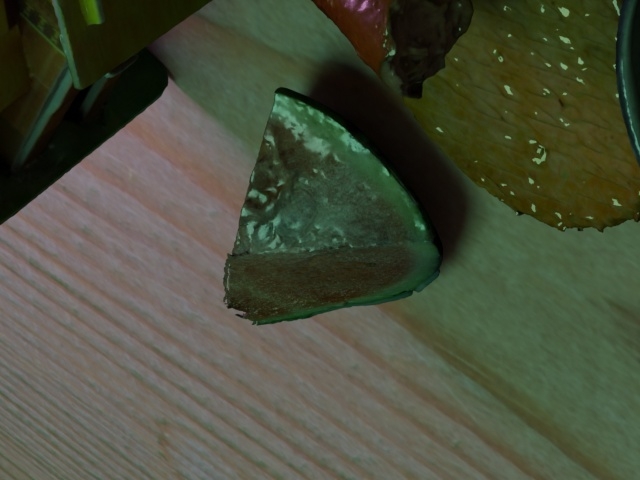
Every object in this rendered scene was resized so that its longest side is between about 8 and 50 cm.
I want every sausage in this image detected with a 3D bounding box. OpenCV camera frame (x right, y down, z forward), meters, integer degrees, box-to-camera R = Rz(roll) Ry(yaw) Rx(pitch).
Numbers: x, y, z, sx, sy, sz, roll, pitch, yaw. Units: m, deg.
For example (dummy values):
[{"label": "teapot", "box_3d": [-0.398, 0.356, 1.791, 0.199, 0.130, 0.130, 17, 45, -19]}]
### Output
[{"label": "sausage", "box_3d": [-0.007, -0.181, 1.204, 0.302, 0.076, 0.103, 41, 137, 51]}]

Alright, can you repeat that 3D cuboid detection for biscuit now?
[{"label": "biscuit", "box_3d": [0.120, -0.116, 1.193, 0.254, 0.035, 0.254, 37, 147, 29]}]

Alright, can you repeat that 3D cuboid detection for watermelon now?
[{"label": "watermelon", "box_3d": [0.019, -0.011, 1.411, 0.146, 0.128, 0.231, 17, 159, 4]}]

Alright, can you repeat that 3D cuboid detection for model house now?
[{"label": "model house", "box_3d": [-0.258, -0.223, 1.357, 0.340, 0.300, 0.323, 45, 142, 4]}]

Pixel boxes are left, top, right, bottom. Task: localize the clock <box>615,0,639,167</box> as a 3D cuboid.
[{"label": "clock", "box_3d": [0.273, -0.066, 0.984, 0.281, 0.055, 0.280, 27, 135, 31]}]
